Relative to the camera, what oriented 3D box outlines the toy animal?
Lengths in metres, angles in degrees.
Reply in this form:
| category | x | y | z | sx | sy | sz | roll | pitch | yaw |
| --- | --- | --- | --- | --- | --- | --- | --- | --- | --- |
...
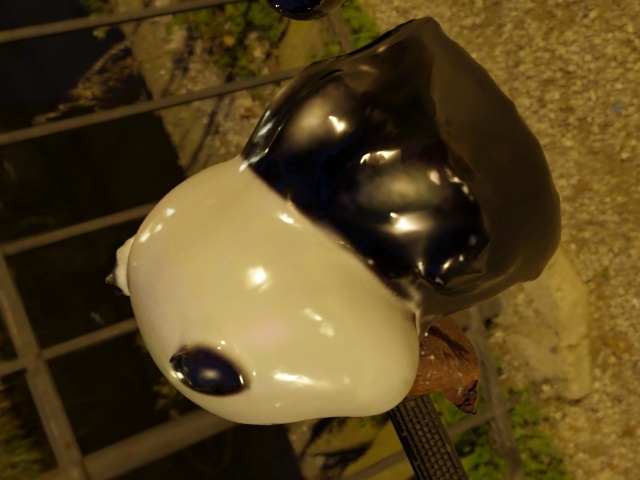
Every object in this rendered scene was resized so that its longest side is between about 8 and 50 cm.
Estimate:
| category | x | y | z | sx | sy | sz | roll | pitch | yaw |
| --- | --- | --- | --- | --- | --- | --- | --- | --- | --- |
| toy animal | 0.000 | 0.000 | 0.798 | 0.251 | 0.310 | 0.251 | 51 | 169 | 14 |

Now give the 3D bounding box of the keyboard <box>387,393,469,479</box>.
| category | x | y | z | sx | sy | sz | roll | pitch | yaw |
| --- | --- | --- | --- | --- | --- | --- | --- | --- | --- |
| keyboard | 0.117 | 0.221 | 1.246 | 0.198 | 0.064 | 0.010 | 65 | 156 | 22 |

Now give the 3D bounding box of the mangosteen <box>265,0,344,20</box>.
| category | x | y | z | sx | sy | sz | roll | pitch | yaw |
| --- | --- | --- | --- | --- | --- | --- | --- | --- | --- |
| mangosteen | -0.031 | -0.323 | 1.186 | 0.151 | 0.137 | 0.137 | 17 | 128 | 6 |

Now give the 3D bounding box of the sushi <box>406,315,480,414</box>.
| category | x | y | z | sx | sy | sz | roll | pitch | yaw |
| --- | --- | --- | --- | --- | --- | --- | --- | --- | --- |
| sushi | 0.056 | 0.096 | 1.134 | 0.140 | 0.287 | 0.149 | -48 | 35 | 49 |
